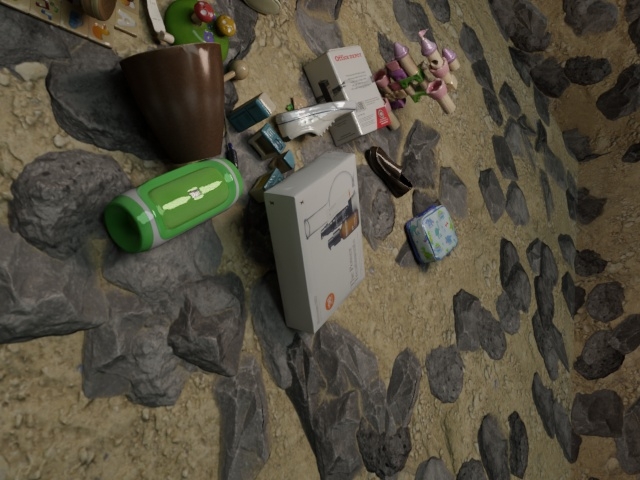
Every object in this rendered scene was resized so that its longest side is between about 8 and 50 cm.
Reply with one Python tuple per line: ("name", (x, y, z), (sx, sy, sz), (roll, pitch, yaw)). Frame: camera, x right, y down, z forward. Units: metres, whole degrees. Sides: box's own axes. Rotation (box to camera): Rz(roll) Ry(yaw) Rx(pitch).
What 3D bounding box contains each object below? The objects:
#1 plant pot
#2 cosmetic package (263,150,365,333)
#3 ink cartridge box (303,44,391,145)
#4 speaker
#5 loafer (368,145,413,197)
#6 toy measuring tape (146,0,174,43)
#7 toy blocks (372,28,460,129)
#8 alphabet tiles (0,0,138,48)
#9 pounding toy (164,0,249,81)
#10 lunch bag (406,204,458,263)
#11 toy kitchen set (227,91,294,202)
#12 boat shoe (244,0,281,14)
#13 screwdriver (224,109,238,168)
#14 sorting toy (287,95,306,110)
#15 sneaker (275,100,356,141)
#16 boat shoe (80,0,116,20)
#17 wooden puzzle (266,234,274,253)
("plant pot", (-0.296, -0.290, 1.171), (0.215, 0.215, 0.230), (-29, 111, -49))
("cosmetic package", (0.000, 0.000, 1.354), (0.284, 0.098, 0.377), (-40, 132, -45))
("ink cartridge box", (0.089, -0.464, 1.710), (0.197, 0.114, 0.272), (-32, 102, -48))
("speaker", (-0.299, -0.082, 1.134), (0.296, 0.131, 0.131), (-37, 104, -48))
("loafer", (0.246, -0.245, 1.836), (0.220, 0.078, 0.080), (45, 47, -28))
("toy measuring tape", (-0.372, -0.634, 1.244), (0.121, 0.121, 0.330), (-15, 86, -50))
("toy blocks", (0.308, -0.600, 1.869), (0.260, 0.289, 0.308), (41, 52, -38))
("alphabet tiles", (-0.540, -0.570, 1.124), (0.343, 0.011, 0.285), (12, 68, -46))
("pounding toy", (-0.266, -0.509, 1.333), (0.183, 0.110, 0.236), (-42, 108, -47))
("lunch bag", (0.403, -0.026, 1.926), (0.219, 0.090, 0.176), (-31, 101, -49))
("toy kitchen set", (-0.151, -0.230, 1.353), (0.207, 0.122, 0.166), (49, 46, -25))
("boat shoe", (-0.200, -0.720, 1.501), (0.233, 0.084, 0.079), (21, 62, -39))
("screwdriver", (-0.234, -0.258, 1.354), (0.025, 0.024, 0.169), (-13, 79, -21))
("sorting toy", (-0.070, -0.396, 1.586), (0.083, 0.012, 0.062), (9, 75, -50))
("sneaker", (-0.009, -0.347, 1.552), (0.258, 0.094, 0.091), (-19, 108, -22))
("boat shoe", (-0.491, -0.610, 1.115), (0.110, 0.121, 0.341), (-4, 73, -11))
("wooden puzzle", (-0.113, 0.014, 1.398), (0.083, 0.006, 0.049), (51, 45, -23))
